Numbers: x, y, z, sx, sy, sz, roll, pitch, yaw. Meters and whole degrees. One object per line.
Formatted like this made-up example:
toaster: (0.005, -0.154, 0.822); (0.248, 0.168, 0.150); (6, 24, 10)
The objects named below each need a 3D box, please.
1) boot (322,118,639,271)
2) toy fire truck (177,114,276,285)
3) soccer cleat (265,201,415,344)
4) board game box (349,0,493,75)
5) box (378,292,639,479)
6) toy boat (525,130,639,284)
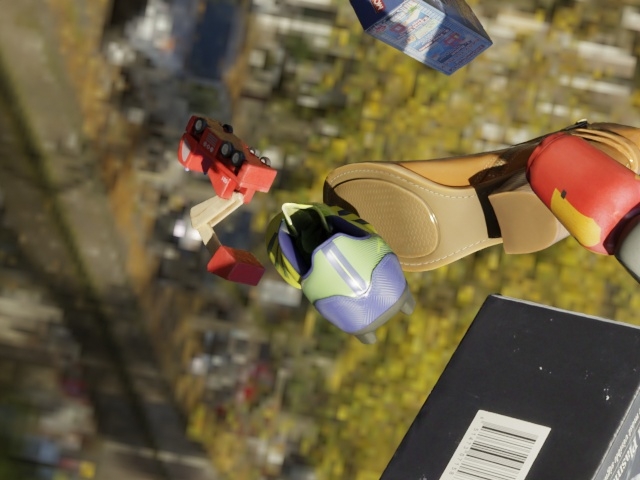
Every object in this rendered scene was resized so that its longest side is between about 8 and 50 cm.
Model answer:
boot: (0.164, -0.061, 1.884); (0.220, 0.283, 0.109); (-32, 112, -49)
toy fire truck: (-0.113, -0.047, 2.253); (0.192, 0.047, 0.135); (41, -69, 45)
soccer cleat: (0.001, -0.001, 1.754); (0.093, 0.121, 0.289); (-39, -159, -3)
board game box: (0.080, -0.245, 1.870); (0.194, 0.060, 0.194); (32, 29, -52)
box: (0.181, 0.284, 1.715); (0.343, 0.179, 0.312); (-57, 145, -33)
toy boat: (0.287, -0.030, 1.287); (0.148, 0.318, 0.267); (44, -47, 37)
